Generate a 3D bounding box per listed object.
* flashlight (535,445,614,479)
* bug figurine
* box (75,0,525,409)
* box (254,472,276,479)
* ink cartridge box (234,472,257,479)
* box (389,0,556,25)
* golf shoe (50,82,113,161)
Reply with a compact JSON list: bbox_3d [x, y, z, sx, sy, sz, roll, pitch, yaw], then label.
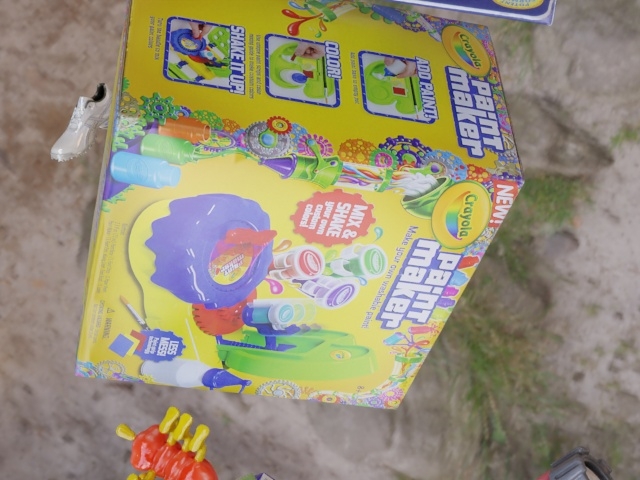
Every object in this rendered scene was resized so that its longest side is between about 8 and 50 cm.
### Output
[{"bbox_3d":[0.234,0.377,1.350,0.304,0.103,0.103,-42,62,21],"label":"flashlight"},{"bbox_3d":[-0.140,0.292,0.908,0.216,0.279,0.072,31,173,24],"label":"bug figurine"},{"bbox_3d":[-0.033,-0.030,0.859,0.279,0.177,0.290,7,137,-12],"label":"box"},{"bbox_3d":[-0.071,0.408,1.479,0.126,0.137,0.072,36,155,-9],"label":"box"},{"bbox_3d":[-0.093,0.496,1.331,0.207,0.119,0.353,-36,80,20],"label":"ink cartridge box"},{"bbox_3d":[0.100,-0.209,0.731,0.136,0.225,0.036,11,137,12],"label":"box"},{"bbox_3d":[-0.429,-0.214,1.952,0.069,0.176,0.086,12,136,31],"label":"golf shoe"}]
